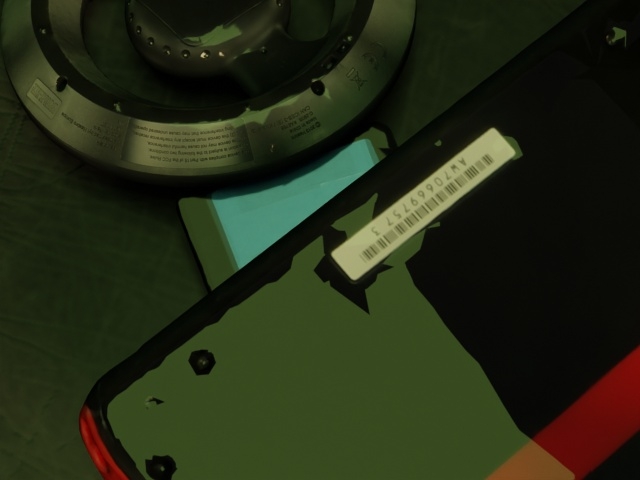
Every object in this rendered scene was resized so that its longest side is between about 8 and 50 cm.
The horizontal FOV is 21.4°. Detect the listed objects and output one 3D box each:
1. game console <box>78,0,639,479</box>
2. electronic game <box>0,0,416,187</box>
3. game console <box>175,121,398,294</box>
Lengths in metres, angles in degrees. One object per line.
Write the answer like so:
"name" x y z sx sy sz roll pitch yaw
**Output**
"game console" 0.136 0.093 0.789 0.386 0.060 0.342 -38 78 -16
"electronic game" -0.062 -0.126 0.930 0.229 0.048 0.229 -2 56 3
"game console" 0.000 0.000 0.854 0.122 0.107 0.071 -20 110 -8
